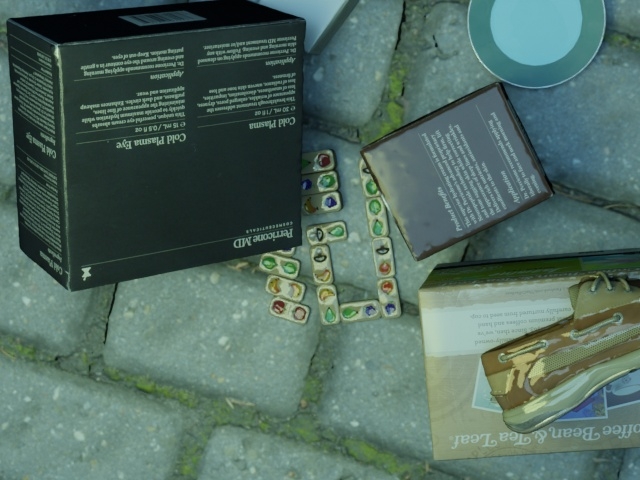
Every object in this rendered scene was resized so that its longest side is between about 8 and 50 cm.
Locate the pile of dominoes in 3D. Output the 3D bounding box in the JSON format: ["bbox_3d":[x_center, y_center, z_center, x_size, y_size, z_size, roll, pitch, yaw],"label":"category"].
[{"bbox_3d":[0.000,0.000,1.949,0.196,0.040,0.251,-9,94,9],"label":"pile of dominoes"}]

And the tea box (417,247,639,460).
[{"bbox_3d":[0.307,0.136,1.772,0.329,0.323,0.219,-5,94,8],"label":"tea box"}]

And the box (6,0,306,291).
[{"bbox_3d":[-0.208,-0.133,1.778,0.343,0.179,0.312,-10,113,-30],"label":"box"}]

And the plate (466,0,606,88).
[{"bbox_3d":[0.294,-0.300,1.884,0.188,0.024,0.188,1,95,8],"label":"plate"}]

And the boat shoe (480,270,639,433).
[{"bbox_3d":[0.324,0.091,1.544,0.324,0.123,0.116,-33,85,7],"label":"boat shoe"}]

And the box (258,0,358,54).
[{"bbox_3d":[-0.019,-0.323,1.897,0.101,0.087,0.102,37,99,4],"label":"box"}]

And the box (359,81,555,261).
[{"bbox_3d":[0.185,-0.097,1.845,0.203,0.167,0.168,-25,93,11],"label":"box"}]
